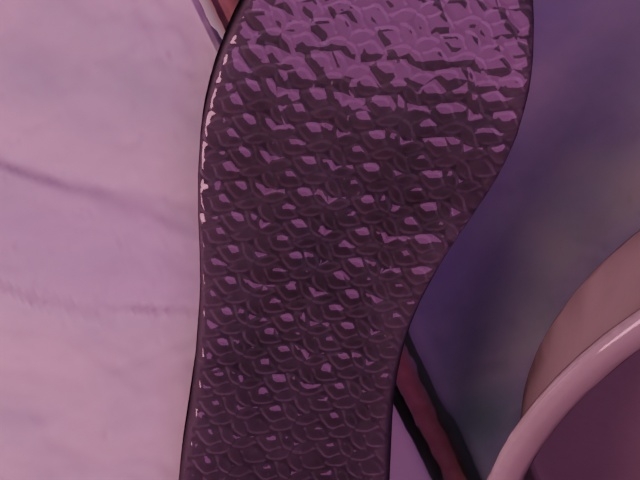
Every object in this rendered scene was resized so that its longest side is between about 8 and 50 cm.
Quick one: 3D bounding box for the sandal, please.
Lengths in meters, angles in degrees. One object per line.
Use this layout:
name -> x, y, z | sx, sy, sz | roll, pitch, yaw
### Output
sandal -> -0.001, 0.000, 0.577 | 0.097, 0.054, 0.254 | 14, 111, -6

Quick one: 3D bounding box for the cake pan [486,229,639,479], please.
cake pan -> 0.193, 0.067, 0.555 | 0.293, 0.054, 0.293 | -2, 137, -2
